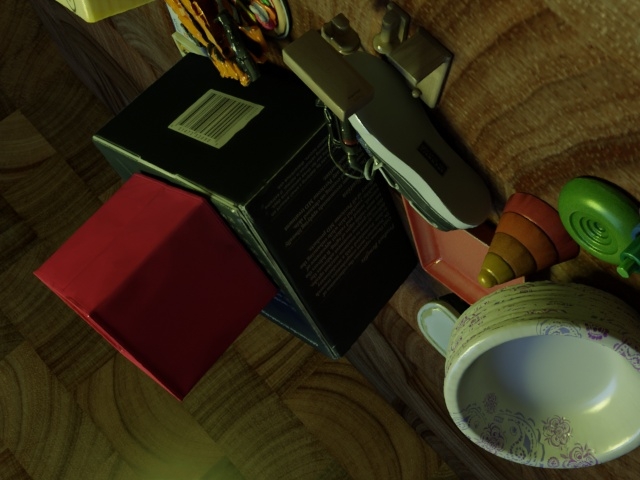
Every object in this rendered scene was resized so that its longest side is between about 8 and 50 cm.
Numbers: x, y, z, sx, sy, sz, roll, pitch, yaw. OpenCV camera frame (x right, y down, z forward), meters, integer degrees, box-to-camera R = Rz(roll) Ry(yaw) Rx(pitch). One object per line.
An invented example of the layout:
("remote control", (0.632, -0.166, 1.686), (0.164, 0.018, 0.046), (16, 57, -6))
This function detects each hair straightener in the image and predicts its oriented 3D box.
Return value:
("hair straightener", (0.029, -0.204, 1.083), (0.089, 0.047, 0.230), (-171, 66, -70))

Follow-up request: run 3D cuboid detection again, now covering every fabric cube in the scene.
("fabric cube", (-0.287, 0.074, 1.277), (0.259, 0.258, 0.254), (21, 154, 47))

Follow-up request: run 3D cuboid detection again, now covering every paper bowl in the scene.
("paper bowl", (0.320, 0.173, 1.012), (0.284, 0.148, 0.284), (8, 129, 10))

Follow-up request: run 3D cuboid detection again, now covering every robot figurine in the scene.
("robot figurine", (-0.190, -0.390, 1.214), (0.291, 0.085, 0.211), (54, 169, -28))

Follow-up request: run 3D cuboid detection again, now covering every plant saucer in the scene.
("plant saucer", (0.258, 0.035, 1.216), (0.258, 0.048, 0.259), (39, 165, 35))

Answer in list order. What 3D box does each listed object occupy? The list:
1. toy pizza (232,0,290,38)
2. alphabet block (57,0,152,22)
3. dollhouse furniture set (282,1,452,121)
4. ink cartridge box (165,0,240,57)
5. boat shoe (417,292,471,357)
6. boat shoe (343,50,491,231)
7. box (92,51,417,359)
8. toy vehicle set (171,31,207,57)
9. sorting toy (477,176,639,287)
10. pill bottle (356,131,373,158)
("toy pizza", (-0.126, -0.414, 1.196), (0.201, 0.032, 0.201), (45, 167, 14))
("alphabet block", (-0.387, -0.527, 1.271), (0.192, 0.193, 0.197), (40, 149, 39))
("dollhouse furniture set", (0.056, -0.209, 0.935), (0.144, 0.151, 0.123), (47, 168, 14))
("ink cartridge box", (-0.232, -0.440, 1.442), (0.224, 0.045, 0.223), (44, 167, 19))
("boat shoe", (0.337, 0.241, 1.431), (0.340, 0.113, 0.127), (46, 130, 10))
("boat shoe", (0.116, -0.133, 1.045), (0.306, 0.113, 0.105), (42, 154, -15))
("box", (-0.121, -0.075, 1.468), (0.480, 0.297, 0.471), (26, 154, 39))
("toy vehicle set", (-0.225, -0.367, 1.655), (0.267, 0.035, 0.166), (40, 165, 34))
("sorting toy", (0.291, 0.013, 0.866), (0.127, 0.126, 0.365), (50, 168, -7))
("pill bottle", (0.094, -0.164, 1.127), (0.120, 0.067, 0.067), (52, 167, -13))
